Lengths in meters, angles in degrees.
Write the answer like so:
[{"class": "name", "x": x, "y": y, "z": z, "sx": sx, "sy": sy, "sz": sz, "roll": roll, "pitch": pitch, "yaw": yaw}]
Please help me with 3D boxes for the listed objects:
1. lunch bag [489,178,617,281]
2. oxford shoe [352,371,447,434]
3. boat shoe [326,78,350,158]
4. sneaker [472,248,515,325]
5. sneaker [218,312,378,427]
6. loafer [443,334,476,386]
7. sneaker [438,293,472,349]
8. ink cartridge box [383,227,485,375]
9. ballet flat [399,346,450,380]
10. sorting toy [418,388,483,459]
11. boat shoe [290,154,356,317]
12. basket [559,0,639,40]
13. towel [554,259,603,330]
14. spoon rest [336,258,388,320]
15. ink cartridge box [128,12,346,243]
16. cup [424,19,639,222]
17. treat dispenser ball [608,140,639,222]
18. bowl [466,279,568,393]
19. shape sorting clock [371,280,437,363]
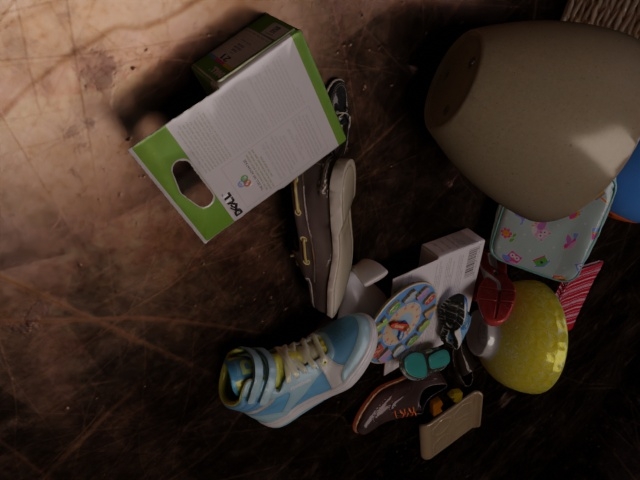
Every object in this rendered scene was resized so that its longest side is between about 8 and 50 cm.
[{"class": "lunch bag", "x": 0.498, "y": -0.065, "z": 1.172, "sx": 0.108, "sy": 0.224, "sz": 0.279, "roll": -40, "pitch": 144, "yaw": -53}, {"class": "oxford shoe", "x": 0.202, "y": 0.416, "z": 1.370, "sx": 0.271, "sy": 0.098, "sz": 0.097, "roll": -37, "pitch": 135, "yaw": -11}, {"class": "boat shoe", "x": 0.027, "y": -0.190, "z": 0.845, "sx": 0.046, "sy": 0.038, "sz": 0.125, "roll": -11, "pitch": 126, "yaw": -32}, {"class": "sneaker", "x": 0.405, "y": 0.137, "z": 1.267, "sx": 0.128, "sy": 0.087, "sz": 0.221, "roll": 86, "pitch": 17, "yaw": -44}, {"class": "sneaker", "x": -0.054, "y": 0.229, "z": 0.994, "sx": 0.319, "sy": 0.127, "sz": 0.208, "roll": -43, "pitch": 136, "yaw": 12}, {"class": "loafer", "x": 0.395, "y": 0.323, "z": 1.465, "sx": 0.080, "sy": 0.078, "sz": 0.220, "roll": -33, "pitch": 135, "yaw": -14}, {"class": "sneaker", "x": 0.313, "y": 0.175, "z": 1.229, "sx": 0.073, "sy": 0.063, "sz": 0.162, "roll": -41, "pitch": 144, "yaw": -32}, {"class": "ink cartridge box", "x": 0.240, "y": 0.141, "z": 1.225, "sx": 0.261, "sy": 0.066, "sz": 0.296, "roll": -19, "pitch": 130, "yaw": -25}, {"class": "ballet flat", "x": 0.222, "y": 0.282, "z": 1.217, "sx": 0.188, "sy": 0.070, "sz": 0.070, "roll": 7, "pitch": 116, "yaw": -45}, {"class": "sorting toy", "x": 0.404, "y": 0.548, "z": 1.668, "sx": 0.229, "sy": 0.041, "sz": 0.307, "roll": -25, "pitch": 132, "yaw": -15}, {"class": "boat shoe", "x": 0.000, "y": 0.000, "z": 0.920, "sx": 0.117, "sy": 0.096, "sz": 0.324, "roll": -64, "pitch": 160, "yaw": -47}, {"class": "basket", "x": 0.659, "y": -0.437, "z": 0.985, "sx": 0.328, "sy": 0.266, "sz": 0.331, "roll": -5, "pitch": 124, "yaw": -35}, {"class": "towel", "x": 0.804, "y": 0.198, "z": 1.724, "sx": 0.198, "sy": 0.031, "sz": 0.275, "roll": -11, "pitch": 126, "yaw": -32}, {"class": "spoon rest", "x": 0.090, "y": 0.126, "z": 1.106, "sx": 0.137, "sy": 0.084, "sz": 0.276, "roll": -27, "pitch": 146, "yaw": -18}, {"class": "ink cartridge box", "x": -0.114, "y": -0.149, "z": 0.726, "sx": 0.255, "sy": 0.097, "sz": 0.189, "roll": -37, "pitch": 136, "yaw": -8}, {"class": "cup", "x": 0.316, "y": -0.223, "z": 0.881, "sx": 0.236, "sy": 0.331, "sz": 0.331, "roll": 17, "pitch": 111, "yaw": -15}, {"class": "treat dispenser ball", "x": 0.730, "y": -0.181, "z": 1.205, "sx": 0.288, "sy": 0.288, "sz": 0.288, "roll": -20, "pitch": 130, "yaw": -25}, {"class": "bowl", "x": 0.465, "y": 0.236, "z": 1.348, "sx": 0.156, "sy": 0.289, "sz": 0.290, "roll": 6, "pitch": 119, "yaw": -12}, {"class": "shape sorting clock", "x": 0.171, "y": 0.174, "z": 1.113, "sx": 0.206, "sy": 0.040, "sz": 0.206, "roll": -23, "pitch": 135, "yaw": -25}]
